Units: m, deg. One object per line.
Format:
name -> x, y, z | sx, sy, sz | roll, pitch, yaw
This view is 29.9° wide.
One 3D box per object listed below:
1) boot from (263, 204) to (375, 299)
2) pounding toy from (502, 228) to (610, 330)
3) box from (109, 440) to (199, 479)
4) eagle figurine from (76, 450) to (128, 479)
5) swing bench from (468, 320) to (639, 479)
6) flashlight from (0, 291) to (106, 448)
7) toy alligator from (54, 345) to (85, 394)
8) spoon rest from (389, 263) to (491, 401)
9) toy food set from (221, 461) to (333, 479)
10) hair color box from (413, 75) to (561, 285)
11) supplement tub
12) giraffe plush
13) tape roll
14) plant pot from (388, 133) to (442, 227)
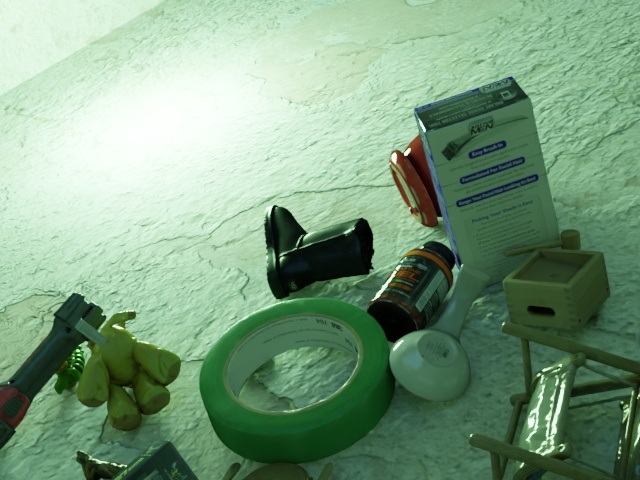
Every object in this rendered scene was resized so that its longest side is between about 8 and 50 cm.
boot -> 0.000, 0.000, 2.324 | 0.207, 0.094, 0.246 | -17, 39, 10
pounding toy -> 0.397, 0.065, 2.041 | 0.181, 0.094, 0.206 | 4, 29, 39
box -> -0.218, 0.424, 1.664 | 0.183, 0.232, 0.059 | -41, 11, -29
eagle figurine -> -0.350, 0.464, 1.756 | 0.226, 0.225, 0.298 | 138, 150, -67
swing bench -> 0.365, 0.260, 1.691 | 0.255, 0.165, 0.253 | 3, 37, 21
flashlight -> -0.516, 0.229, 2.159 | 0.103, 0.103, 0.304 | 33, 72, 14
toy alligator -> -0.468, 0.221, 2.261 | 0.051, 0.056, 0.189 | -15, 32, 5
spoon rest -> 0.207, 0.161, 1.988 | 0.137, 0.084, 0.276 | 27, 48, 8
toy food set -> -0.076, 0.390, 1.834 | 0.192, 0.038, 0.132 | -5, 27, 30
hair color box -> 0.297, -0.095, 2.092 | 0.185, 0.338, 0.110 | -18, 33, 0
supplement tub -> 0.166, 0.085, 2.105 | 0.106, 0.106, 0.198 | 5, 38, 32
giraffe plush -> -0.360, 0.221, 2.132 | 0.181, 0.210, 0.170 | -36, 4, -12
tape roll -> -0.039, 0.228, 1.992 | 0.321, 0.077, 0.321 | -9, 38, 7
plant pot -> 0.237, -0.132, 2.328 | 0.174, 0.191, 0.191 | -27, 33, -3
